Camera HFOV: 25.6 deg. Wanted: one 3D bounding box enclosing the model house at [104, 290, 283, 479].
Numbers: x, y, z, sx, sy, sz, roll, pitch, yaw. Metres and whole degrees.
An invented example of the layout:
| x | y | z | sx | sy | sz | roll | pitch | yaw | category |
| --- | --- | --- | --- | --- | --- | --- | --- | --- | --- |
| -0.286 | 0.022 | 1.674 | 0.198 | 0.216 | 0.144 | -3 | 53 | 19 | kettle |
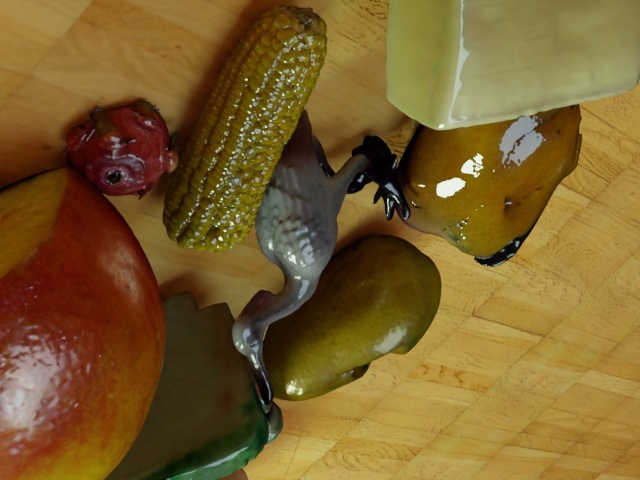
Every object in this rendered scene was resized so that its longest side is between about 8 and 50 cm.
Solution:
| x | y | z | sx | sy | sz | roll | pitch | yaw | category |
| --- | --- | --- | --- | --- | --- | --- | --- | --- | --- |
| -0.196 | 0.251 | 1.672 | 0.312 | 0.245 | 0.280 | -22 | 144 | -3 | model house |

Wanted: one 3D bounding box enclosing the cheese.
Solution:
| x | y | z | sx | sy | sz | roll | pitch | yaw | category |
| --- | --- | --- | --- | --- | --- | --- | --- | --- | --- |
| 0.204 | -0.251 | 1.412 | 0.266 | 0.124 | 0.242 | -14 | 115 | -30 | cheese |

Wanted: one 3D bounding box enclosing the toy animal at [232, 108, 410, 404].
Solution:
| x | y | z | sx | sy | sz | roll | pitch | yaw | category |
| --- | --- | --- | --- | --- | --- | --- | --- | --- | --- |
| -0.020 | -0.003 | 1.544 | 0.195 | 0.090 | 0.324 | 46 | 67 | -31 | toy animal |

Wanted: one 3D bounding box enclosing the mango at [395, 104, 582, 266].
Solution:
| x | y | z | sx | sy | sz | roll | pitch | yaw | category |
| --- | --- | --- | --- | --- | --- | --- | --- | --- | --- |
| 0.197 | -0.100 | 1.651 | 0.201 | 0.152 | 0.287 | -9 | 142 | -41 | mango |

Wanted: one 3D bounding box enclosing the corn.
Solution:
| x | y | z | sx | sy | sz | roll | pitch | yaw | category |
| --- | --- | --- | --- | --- | --- | --- | --- | --- | --- |
| -0.081 | -0.111 | 1.428 | 0.102 | 0.102 | 0.313 | -8 | 137 | -37 | corn |

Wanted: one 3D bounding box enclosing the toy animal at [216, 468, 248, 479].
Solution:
| x | y | z | sx | sy | sz | roll | pitch | yaw | category |
| --- | --- | --- | --- | --- | --- | --- | --- | --- | --- |
| -0.186 | 0.401 | 1.931 | 0.221 | 0.210 | 0.229 | -9 | 176 | -24 | toy animal |

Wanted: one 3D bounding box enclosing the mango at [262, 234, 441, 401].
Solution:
| x | y | z | sx | sy | sz | roll | pitch | yaw | category |
| --- | --- | --- | --- | --- | --- | --- | --- | --- | --- |
| 0.034 | 0.101 | 1.781 | 0.262 | 0.167 | 0.130 | -35 | 135 | 6 | mango |

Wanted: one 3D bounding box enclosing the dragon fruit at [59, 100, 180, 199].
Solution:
| x | y | z | sx | sy | sz | roll | pitch | yaw | category |
| --- | --- | --- | --- | --- | --- | --- | --- | --- | --- |
| -0.192 | -0.078 | 1.393 | 0.112 | 0.068 | 0.126 | -34 | 149 | 4 | dragon fruit |

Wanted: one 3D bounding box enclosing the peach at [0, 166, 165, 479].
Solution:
| x | y | z | sx | sy | sz | roll | pitch | yaw | category |
| --- | --- | --- | --- | --- | --- | --- | --- | --- | --- |
| -0.298 | 0.126 | 1.360 | 0.306 | 0.242 | 0.380 | -4 | 123 | -14 | peach |
